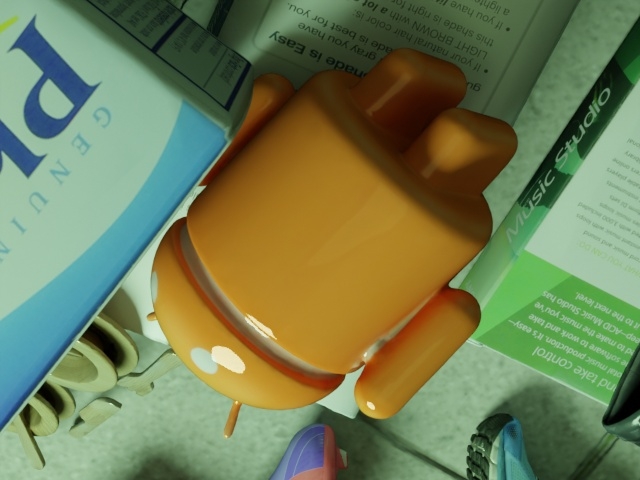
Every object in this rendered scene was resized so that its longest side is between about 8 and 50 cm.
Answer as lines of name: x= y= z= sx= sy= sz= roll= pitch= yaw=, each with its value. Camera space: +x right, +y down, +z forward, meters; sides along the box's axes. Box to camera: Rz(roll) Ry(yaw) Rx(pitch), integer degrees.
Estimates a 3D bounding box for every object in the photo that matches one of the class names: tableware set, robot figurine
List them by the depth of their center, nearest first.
robot figurine: x=0.001 y=0.001 z=0.856 sx=0.158 sy=0.128 sz=0.219 roll=39 pitch=110 yaw=-17
tableware set: x=-0.174 y=0.084 z=0.998 sx=0.128 sy=0.039 sz=0.194 roll=30 pitch=148 yaw=-14

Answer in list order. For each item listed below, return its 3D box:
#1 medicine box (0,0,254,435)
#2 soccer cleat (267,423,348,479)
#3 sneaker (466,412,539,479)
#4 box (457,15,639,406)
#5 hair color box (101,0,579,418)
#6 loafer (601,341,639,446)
medicine box: x=-0.223 y=-0.056 z=0.799 sx=0.289 sy=0.149 sz=0.263 roll=37 pitch=103 yaw=-7
soccer cleat: x=-0.039 y=0.230 z=1.112 sx=0.095 sy=0.083 sz=0.248 roll=10 pitch=118 yaw=-2
sneaker: x=0.145 y=0.186 z=1.103 sx=0.073 sy=0.063 sz=0.162 roll=-17 pitch=105 yaw=-4
box: x=0.261 y=-0.028 z=1.012 sx=0.232 sy=0.058 sz=0.322 roll=27 pitch=111 yaw=-14
hair color box: x=0.015 y=-0.087 z=0.944 sx=0.174 sy=0.105 sz=0.347 roll=23 pitch=113 yaw=-10
loafer: x=0.233 y=0.036 z=0.966 sx=0.078 sy=0.076 sz=0.223 roll=11 pitch=119 yaw=-16
